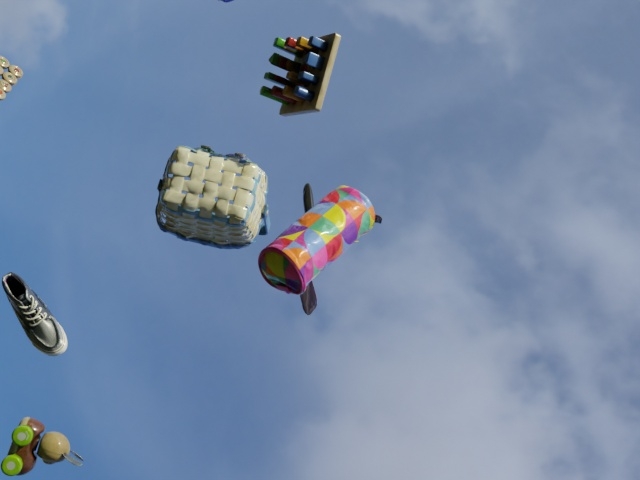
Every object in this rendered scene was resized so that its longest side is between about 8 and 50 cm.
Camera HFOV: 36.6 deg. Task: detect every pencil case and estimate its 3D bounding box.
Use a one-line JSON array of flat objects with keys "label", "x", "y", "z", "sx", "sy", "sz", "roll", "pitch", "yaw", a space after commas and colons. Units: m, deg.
[{"label": "pencil case", "x": 0.000, "y": 0.000, "z": 1.617, "sx": 0.104, "sy": 0.236, "sz": 0.105, "roll": 24, "pitch": -47, "yaw": 29}]

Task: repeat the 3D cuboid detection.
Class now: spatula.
[{"label": "spatula", "x": -0.026, "y": 0.011, "z": 1.974, "sx": 0.084, "sy": 0.030, "sz": 0.297, "roll": 122, "pitch": -26, "yaw": -56}]

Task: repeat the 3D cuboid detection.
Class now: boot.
[{"label": "boot", "x": -0.588, "y": 0.151, "z": 1.971, "sx": 0.190, "sy": 0.069, "sz": 0.086, "roll": 44, "pitch": -19, "yaw": 23}]

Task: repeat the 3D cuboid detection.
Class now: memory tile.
[{"label": "memory tile", "x": -0.766, "y": -0.393, "z": 2.265, "sx": 0.012, "sy": 0.113, "sz": 0.148, "roll": -42, "pitch": -159, "yaw": 32}]

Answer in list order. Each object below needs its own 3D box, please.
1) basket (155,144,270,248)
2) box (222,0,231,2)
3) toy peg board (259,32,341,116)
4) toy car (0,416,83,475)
[{"label": "basket", "x": -0.224, "y": -0.083, "z": 2.057, "sx": 0.289, "sy": 0.254, "sz": 0.201, "roll": 115, "pitch": -12, "yaw": -71}, {"label": "box", "x": -0.198, "y": -0.571, "z": 2.077, "sx": 0.081, "sy": 0.136, "sz": 0.028, "roll": -20, "pitch": -118, "yaw": -1}, {"label": "toy peg board", "x": -0.049, "y": -0.344, "z": 1.959, "sx": 0.160, "sy": 0.079, "sz": 0.161, "roll": 6, "pitch": -100, "yaw": 61}, {"label": "toy car", "x": -0.699, "y": 0.545, "z": 2.474, "sx": 0.155, "sy": 0.188, "sz": 0.149, "roll": 169, "pitch": -60, "yaw": -80}]
